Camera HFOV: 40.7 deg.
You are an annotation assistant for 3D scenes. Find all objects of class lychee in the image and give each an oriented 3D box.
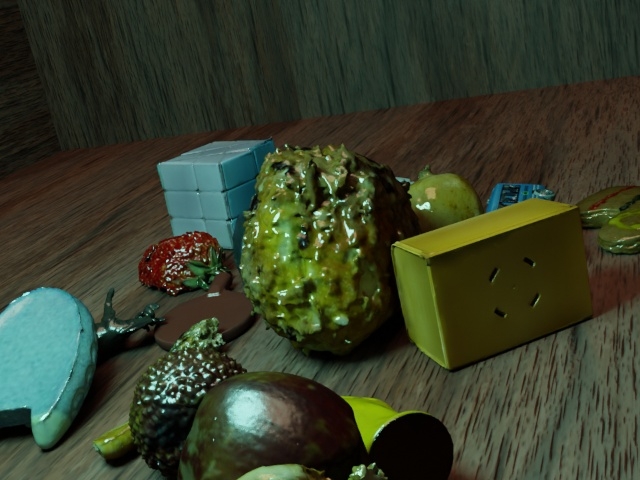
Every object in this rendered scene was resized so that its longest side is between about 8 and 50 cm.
[{"bbox_3d":[-0.177,0.229,1.188,0.188,0.188,0.188,-11,18,4],"label":"lychee"}]

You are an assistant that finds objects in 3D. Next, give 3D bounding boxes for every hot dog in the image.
[{"bbox_3d":[-0.244,0.271,1.308,0.216,0.047,0.066,-27,9,-38],"label":"hot dog"}]

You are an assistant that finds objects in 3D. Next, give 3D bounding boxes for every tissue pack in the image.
[{"bbox_3d":[0.275,0.063,1.385,0.275,0.194,0.145,-17,15,-17],"label":"tissue pack"}]

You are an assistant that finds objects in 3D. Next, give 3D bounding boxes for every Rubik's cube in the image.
[{"bbox_3d":[-0.245,-0.125,2.202,0.221,0.224,0.231,3,23,38],"label":"Rubik's cube"}]

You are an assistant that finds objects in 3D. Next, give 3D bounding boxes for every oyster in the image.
[{"bbox_3d":[-0.225,0.194,1.504,0.105,0.056,0.177,-3,31,41],"label":"oyster"}]

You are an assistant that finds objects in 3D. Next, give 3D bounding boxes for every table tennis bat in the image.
[{"bbox_3d":[-0.220,0.137,1.706,0.201,0.038,0.310,-9,19,8],"label":"table tennis bat"}]

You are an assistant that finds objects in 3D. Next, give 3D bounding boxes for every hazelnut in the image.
[{"bbox_3d":[-0.048,0.255,0.946,0.218,0.233,0.218,12,7,-2],"label":"hazelnut"}]

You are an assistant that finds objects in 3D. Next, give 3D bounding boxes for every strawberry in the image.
[{"bbox_3d":[-0.321,0.040,1.951,0.286,0.106,0.188,3,22,40],"label":"strawberry"}]

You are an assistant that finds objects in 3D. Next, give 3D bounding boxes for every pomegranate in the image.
[{"bbox_3d":[0.241,-0.063,1.776,0.196,0.196,0.196,-11,18,4],"label":"pomegranate"}]

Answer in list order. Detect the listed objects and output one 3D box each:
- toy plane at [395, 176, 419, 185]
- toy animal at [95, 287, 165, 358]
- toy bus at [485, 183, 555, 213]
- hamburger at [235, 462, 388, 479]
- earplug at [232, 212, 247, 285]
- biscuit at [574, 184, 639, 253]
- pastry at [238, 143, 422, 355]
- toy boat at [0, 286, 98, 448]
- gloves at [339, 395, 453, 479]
[{"bbox_3d":[0.168,-0.114,2.061,0.255,0.101,0.251,-2,-16,-24],"label":"toy plane"},{"bbox_3d":[-0.417,0.172,1.632,0.233,0.084,0.148,-28,24,-25],"label":"toy animal"},{"bbox_3d":[0.376,-0.026,1.660,0.134,0.113,0.246,8,24,14],"label":"toy bus"},{"bbox_3d":[0.013,0.316,0.720,0.211,0.245,0.260,5,63,49],"label":"hamburger"},{"bbox_3d":[0.000,0.000,1.795,0.324,0.184,0.185,-15,17,-29],"label":"earplug"},{"bbox_3d":[0.613,-0.054,1.733,0.262,0.052,0.277,-20,20,-23],"label":"biscuit"},{"bbox_3d":[0.017,-0.009,1.503,0.293,0.337,0.405,2,22,27],"label":"pastry"},{"bbox_3d":[-0.479,0.228,1.459,0.215,0.123,0.329,-12,42,6],"label":"toy boat"},{"bbox_3d":[0.045,0.252,1.143,0.133,0.116,0.294,10,-2,-26],"label":"gloves"}]
